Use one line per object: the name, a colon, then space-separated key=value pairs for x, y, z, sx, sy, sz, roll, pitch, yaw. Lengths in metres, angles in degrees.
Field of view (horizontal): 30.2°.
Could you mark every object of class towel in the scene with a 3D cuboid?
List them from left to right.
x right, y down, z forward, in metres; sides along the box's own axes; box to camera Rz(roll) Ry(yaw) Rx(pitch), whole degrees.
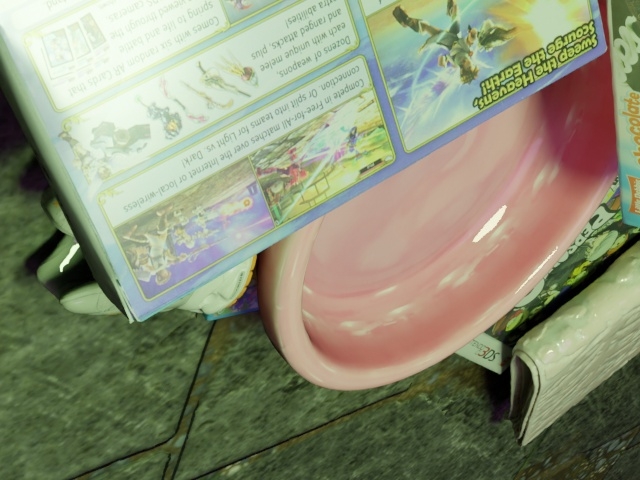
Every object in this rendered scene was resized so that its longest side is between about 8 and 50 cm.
towel: x=0.329 y=0.070 z=1.256 sx=0.332 sy=0.053 sz=0.317 roll=-37 pitch=160 yaw=-11

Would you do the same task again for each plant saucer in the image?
plant saucer: x=0.082 y=-0.049 z=0.793 sx=0.332 sy=0.084 sz=0.332 roll=-30 pitch=144 yaw=-25

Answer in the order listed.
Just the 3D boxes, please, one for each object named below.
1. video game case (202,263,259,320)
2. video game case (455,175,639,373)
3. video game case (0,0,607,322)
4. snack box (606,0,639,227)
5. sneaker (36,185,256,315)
video game case: x=0.000 y=0.000 z=0.858 sx=0.166 sy=0.015 sz=0.119 roll=-10 pitch=138 yaw=-44
video game case: x=0.207 y=0.021 z=1.104 sx=0.232 sy=0.042 sz=0.210 roll=-45 pitch=153 yaw=8
video game case: x=-0.018 y=-0.135 z=0.501 sx=0.270 sy=0.061 sz=0.244 roll=-30 pitch=121 yaw=-17
snack box: x=0.240 y=-0.170 z=0.732 sx=0.187 sy=0.060 sz=0.322 roll=-56 pitch=147 yaw=-27
sneaker: x=-0.080 y=-0.047 z=0.622 sx=0.121 sy=0.099 sz=0.262 roll=-12 pitch=139 yaw=-34
